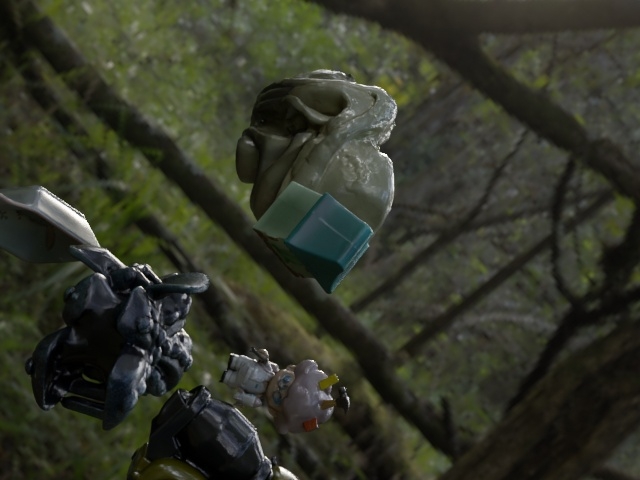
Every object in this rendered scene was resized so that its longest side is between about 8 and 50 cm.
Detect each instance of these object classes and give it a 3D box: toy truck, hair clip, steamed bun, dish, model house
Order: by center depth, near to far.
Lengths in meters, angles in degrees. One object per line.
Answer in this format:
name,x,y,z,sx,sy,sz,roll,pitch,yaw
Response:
toy truck,-0.103,0.276,1.476,0.224,0.165,0.147,34,6,-8
hair clip,-0.259,0.122,1.754,0.194,0.206,0.310,13,6,7
model house,0.000,0.000,1.909,0.149,0.100,0.127,21,-23,49
dish,-0.441,-0.037,1.981,0.154,0.064,0.234,-3,-23,26
steamed bun,-0.022,-0.137,2.262,0.247,0.352,0.339,16,-7,-20

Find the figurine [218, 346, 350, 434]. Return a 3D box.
figurine,-0.061,0.264,2.293,0.229,0.137,0.112,21,-9,5
